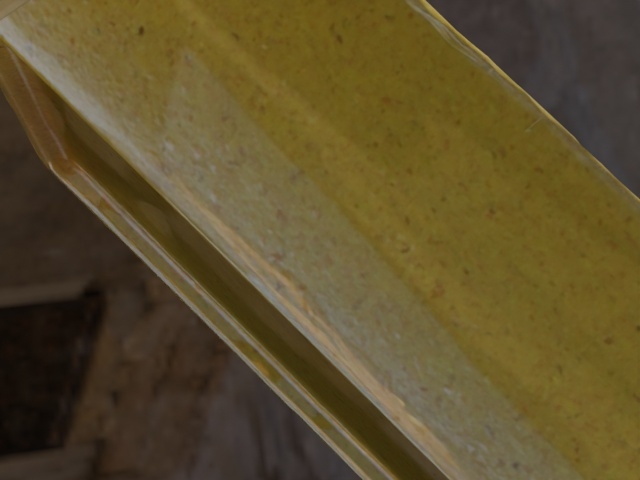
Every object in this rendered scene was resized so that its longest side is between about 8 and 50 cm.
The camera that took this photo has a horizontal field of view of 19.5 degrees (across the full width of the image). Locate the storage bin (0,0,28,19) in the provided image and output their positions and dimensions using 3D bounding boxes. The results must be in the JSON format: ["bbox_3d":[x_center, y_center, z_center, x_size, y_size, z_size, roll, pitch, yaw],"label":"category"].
[{"bbox_3d":[-0.089,-0.212,0.418,0.262,0.260,0.123,51,166,8],"label":"storage bin"}]

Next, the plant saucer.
[{"bbox_3d":[0.000,0.000,0.615,0.333,0.081,0.333,43,172,7],"label":"plant saucer"}]
